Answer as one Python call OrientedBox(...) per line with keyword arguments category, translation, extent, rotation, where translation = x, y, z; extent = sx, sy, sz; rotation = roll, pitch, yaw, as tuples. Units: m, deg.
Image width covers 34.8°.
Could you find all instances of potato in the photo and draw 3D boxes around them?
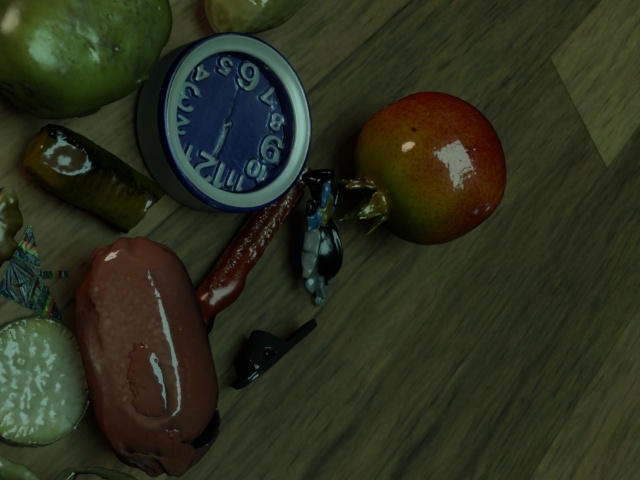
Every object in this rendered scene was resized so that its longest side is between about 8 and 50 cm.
OrientedBox(category="potato", translation=(-0.281, -0.239, 1.165), extent=(0.197, 0.148, 0.228), rotation=(31, 63, -18))

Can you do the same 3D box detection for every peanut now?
OrientedBox(category="peanut", translation=(-0.073, -0.377, 1.379), extent=(0.137, 0.122, 0.253), rotation=(21, 74, -18))

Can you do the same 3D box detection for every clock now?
OrientedBox(category="clock", translation=(-0.122, -0.150, 1.320), extent=(0.230, 0.083, 0.230), rotation=(-2, 93, -39))

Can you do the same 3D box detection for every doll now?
OrientedBox(category="doll", translation=(0.000, 0.000, 1.410), extent=(0.096, 0.070, 0.195), rotation=(-30, 124, -56))

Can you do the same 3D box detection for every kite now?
OrientedBox(category="kite", translation=(-0.333, 0.044, 1.178), extent=(0.090, 0.004, 0.122), rotation=(-16, 95, -39))

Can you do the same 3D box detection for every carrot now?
OrientedBox(category="carrot", translation=(-0.265, -0.070, 1.200), extent=(0.173, 0.082, 0.082), rotation=(33, 65, -32))

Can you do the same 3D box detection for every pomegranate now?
OrientedBox(category="pomegranate", translation=(0.140, -0.096, 1.457), extent=(0.256, 0.221, 0.221), rotation=(-32, 105, -21))

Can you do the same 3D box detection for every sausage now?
OrientedBox(category="sausage", translation=(-0.200, 0.133, 1.180), extent=(0.152, 0.152, 0.280), rotation=(-14, 91, -40))

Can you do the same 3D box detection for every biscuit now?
OrientedBox(category="biscuit", translation=(-0.325, 0.161, 1.160), extent=(0.152, 0.020, 0.152), rotation=(7, 80, -39))

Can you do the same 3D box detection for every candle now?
OrientedBox(category="candle", translation=(-0.098, 0.014, 1.349), extent=(0.051, 0.048, 0.329), rotation=(44, 58, -17))

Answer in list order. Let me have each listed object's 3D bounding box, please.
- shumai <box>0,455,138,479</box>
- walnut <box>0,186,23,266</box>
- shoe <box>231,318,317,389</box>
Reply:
OrientedBox(category="shumai", translation=(-0.263, 0.348, 0.968), extent=(0.348, 0.395, 0.395), rotation=(-11, 91, -40))
OrientedBox(category="walnut", translation=(-0.403, -0.008, 1.085), extent=(0.143, 0.069, 0.170), rotation=(52, 57, -24))
OrientedBox(category="shoe", translation=(-0.070, 0.137, 1.353), extent=(0.159, 0.062, 0.053), rotation=(-35, 94, -37))
